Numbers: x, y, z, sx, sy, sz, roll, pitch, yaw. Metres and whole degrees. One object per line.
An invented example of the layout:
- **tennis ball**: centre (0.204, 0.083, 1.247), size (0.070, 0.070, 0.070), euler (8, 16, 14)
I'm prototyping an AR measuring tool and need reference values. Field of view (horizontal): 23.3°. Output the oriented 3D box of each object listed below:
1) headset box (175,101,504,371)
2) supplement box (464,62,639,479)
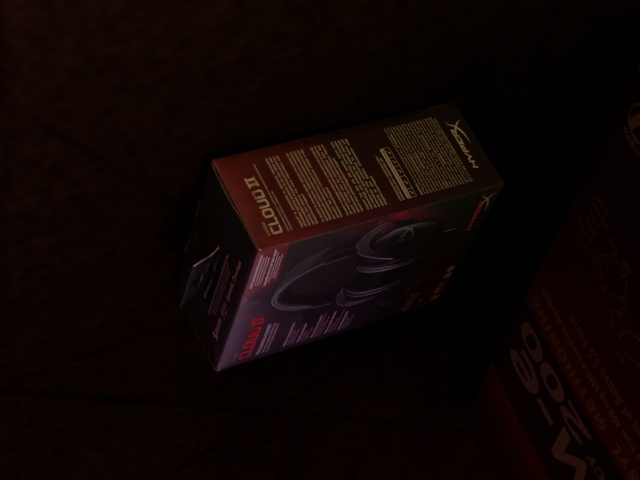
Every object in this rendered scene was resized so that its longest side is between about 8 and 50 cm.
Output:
- **headset box**: centre (0.000, 0.000, 0.426), size (0.083, 0.032, 0.062), euler (-16, 151, -26)
- **supplement box**: centre (0.132, 0.047, 0.526), size (0.073, 0.130, 0.239), euler (-17, 151, -20)
